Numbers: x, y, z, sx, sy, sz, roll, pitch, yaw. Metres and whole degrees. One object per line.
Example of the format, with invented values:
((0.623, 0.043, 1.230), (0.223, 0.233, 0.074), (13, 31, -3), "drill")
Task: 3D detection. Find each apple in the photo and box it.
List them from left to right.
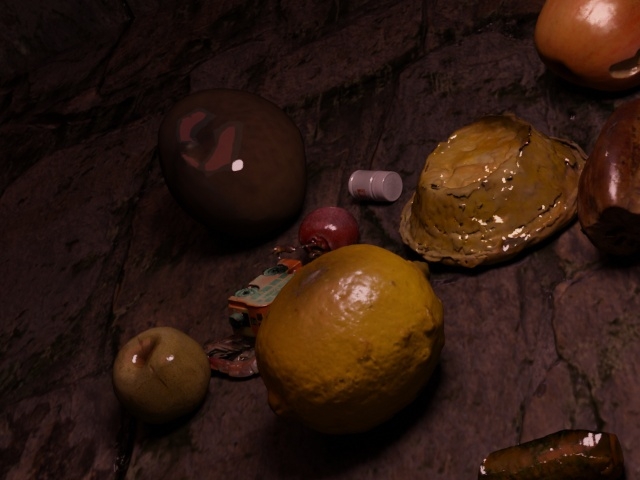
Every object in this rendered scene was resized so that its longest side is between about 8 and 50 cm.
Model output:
((0.506, -0.373, 2.271), (0.241, 0.242, 0.242), (-45, 30, -1), "apple")

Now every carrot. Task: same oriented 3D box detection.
((0.284, 0.278, 1.591), (0.173, 0.082, 0.082), (-16, 32, 24), "carrot")

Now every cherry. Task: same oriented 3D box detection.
((0.000, 0.000, 2.229), (0.107, 0.090, 0.225), (19, 24, 17), "cherry")

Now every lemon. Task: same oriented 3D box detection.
((0.042, 0.143, 1.848), (0.260, 0.260, 0.284), (6, 65, 47), "lemon")

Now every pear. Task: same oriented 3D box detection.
((-0.257, 0.221, 2.110), (0.167, 0.137, 0.167), (-22, 34, 15), "pear")

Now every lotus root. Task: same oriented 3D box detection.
((0.479, -0.097, 1.921), (0.193, 0.193, 0.291), (-9, 38, 33), "lotus root")

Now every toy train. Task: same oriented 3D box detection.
((-0.075, 0.100, 2.154), (0.099, 0.072, 0.188), (11, 31, 33), "toy train")

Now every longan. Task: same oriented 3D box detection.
((-0.166, -0.150, 2.478), (0.288, 0.288, 0.350), (-31, 40, -2), "longan")

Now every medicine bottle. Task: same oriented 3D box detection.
((0.100, -0.100, 2.363), (0.089, 0.057, 0.057), (5, 44, 46), "medicine bottle")

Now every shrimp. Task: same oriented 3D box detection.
((-0.146, 0.189, 2.153), (0.190, 0.042, 0.101), (-11, 40, 26), "shrimp")

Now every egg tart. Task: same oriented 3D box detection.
((0.271, -0.096, 2.134), (0.345, 0.132, 0.345), (-24, 31, 15), "egg tart")
